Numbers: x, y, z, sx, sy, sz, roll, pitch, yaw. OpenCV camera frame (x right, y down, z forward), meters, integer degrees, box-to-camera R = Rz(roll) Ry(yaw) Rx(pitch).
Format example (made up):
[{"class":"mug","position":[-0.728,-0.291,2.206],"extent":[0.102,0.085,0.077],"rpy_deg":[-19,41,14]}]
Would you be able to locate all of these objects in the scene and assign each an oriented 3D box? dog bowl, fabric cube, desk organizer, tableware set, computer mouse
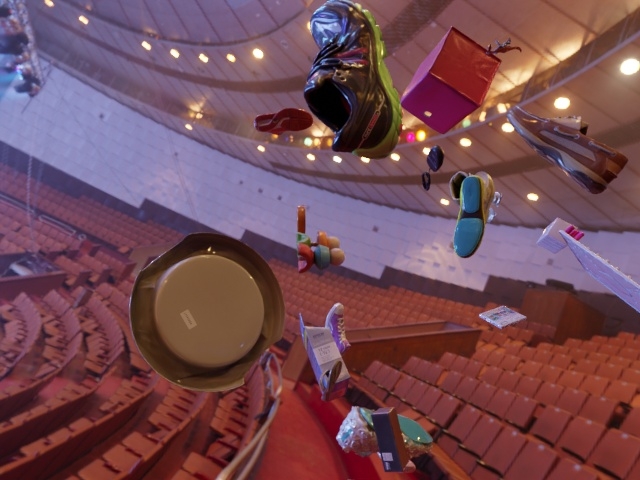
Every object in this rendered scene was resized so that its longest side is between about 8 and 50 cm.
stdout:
[{"class":"dog bowl","position":[-0.253,0.160,0.908],"extent":[0.349,0.348,0.102],"rpy_deg":[30,-36,-24]},{"class":"fabric cube","position":[0.531,-0.650,1.682],"extent":[0.254,0.258,0.258],"rpy_deg":[31,-16,-8]},{"class":"desk organizer","position":[0.164,0.464,0.950],"extent":[0.047,0.130,0.050],"rpy_deg":[-19,-11,28]},{"class":"tableware set","position":[0.733,-0.163,1.777],"extent":[0.020,0.140,0.168],"rpy_deg":[4,26,-14]},{"class":"computer mouse","position":[0.414,-0.262,1.483],"extent":[0.242,0.041,0.071],"rpy_deg":[85,-19,-65]}]

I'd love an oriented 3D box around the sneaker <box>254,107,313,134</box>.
[{"class":"sneaker","position":[-0.127,-0.446,1.526],"extent":[0.222,0.086,0.128],"rpy_deg":[3,10,10]}]

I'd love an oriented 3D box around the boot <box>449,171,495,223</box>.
[{"class":"boot","position":[0.462,-0.162,1.236],"extent":[0.077,0.213,0.165],"rpy_deg":[-8,-38,42]}]

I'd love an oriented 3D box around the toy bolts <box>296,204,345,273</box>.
[{"class":"toy bolts","position":[0.000,0.000,1.399],"extent":[0.159,0.218,0.228],"rpy_deg":[-1,33,-5]}]

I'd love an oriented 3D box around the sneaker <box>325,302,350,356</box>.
[{"class":"sneaker","position":[0.105,0.475,2.096],"extent":[0.161,0.281,0.102],"rpy_deg":[20,10,35]}]

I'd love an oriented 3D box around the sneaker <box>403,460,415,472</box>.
[{"class":"sneaker","position":[0.330,0.897,1.600],"extent":[0.134,0.050,0.070],"rpy_deg":[37,-1,-15]}]

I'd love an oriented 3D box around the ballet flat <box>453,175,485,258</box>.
[{"class":"ballet flat","position":[0.413,-0.061,1.102],"extent":[0.077,0.230,0.077],"rpy_deg":[4,-7,32]}]

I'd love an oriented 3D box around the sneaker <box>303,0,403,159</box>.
[{"class":"sneaker","position":[0.050,-0.417,1.002],"extent":[0.203,0.481,0.185],"rpy_deg":[-7,-25,-19]}]

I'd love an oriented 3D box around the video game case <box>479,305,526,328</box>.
[{"class":"video game case","position":[0.884,0.372,1.967],"extent":[0.158,0.019,0.143],"rpy_deg":[-14,18,-19]}]

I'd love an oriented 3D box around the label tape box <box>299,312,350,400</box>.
[{"class":"label tape box","position":[0.011,0.512,1.825],"extent":[0.115,0.347,0.249],"rpy_deg":[-15,-35,-12]}]

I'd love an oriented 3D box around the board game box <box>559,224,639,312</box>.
[{"class":"board game box","position":[1.082,0.140,1.461],"extent":[0.390,0.050,0.389],"rpy_deg":[33,18,-37]}]

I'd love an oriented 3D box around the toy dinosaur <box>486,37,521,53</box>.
[{"class":"toy dinosaur","position":[0.547,-0.585,1.226],"extent":[0.090,0.082,0.047],"rpy_deg":[35,-30,40]}]

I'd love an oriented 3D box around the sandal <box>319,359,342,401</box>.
[{"class":"sandal","position":[0.021,0.424,1.225],"extent":[0.049,0.072,0.180],"rpy_deg":[26,-49,15]}]

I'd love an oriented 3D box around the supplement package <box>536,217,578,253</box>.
[{"class":"supplement package","position":[1.159,-0.021,1.990],"extent":[0.105,0.105,0.179],"rpy_deg":[34,-6,18]}]

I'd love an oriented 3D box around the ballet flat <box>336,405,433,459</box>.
[{"class":"ballet flat","position":[0.187,0.589,1.213],"extent":[0.147,0.146,0.409],"rpy_deg":[10,-19,48]}]

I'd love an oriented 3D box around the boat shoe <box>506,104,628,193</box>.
[{"class":"boat shoe","position":[0.640,-0.261,1.060],"extent":[0.123,0.120,0.323],"rpy_deg":[10,38,-52]}]
